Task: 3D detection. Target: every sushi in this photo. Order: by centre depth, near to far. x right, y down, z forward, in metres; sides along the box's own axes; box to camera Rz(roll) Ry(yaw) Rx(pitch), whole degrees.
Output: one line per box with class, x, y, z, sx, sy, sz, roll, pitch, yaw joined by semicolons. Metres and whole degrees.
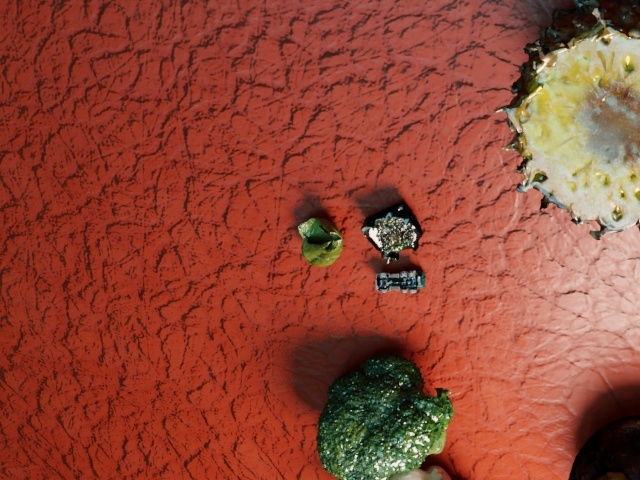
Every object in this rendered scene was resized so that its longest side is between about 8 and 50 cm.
sushi;0.128;-0.014;1.981;0.083;0.056;0.084;-30;104;21

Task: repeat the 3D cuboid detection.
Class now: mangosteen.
mangosteen;0.560;0.454;1.956;0.300;0.300;0.300;7;119;14

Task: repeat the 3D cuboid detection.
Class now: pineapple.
pineapple;0.430;-0.200;1.642;0.353;0.300;0.352;7;120;13

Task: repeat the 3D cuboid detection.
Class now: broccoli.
broccoli;0.115;0.337;2.082;0.261;0.242;0.269;13;95;48

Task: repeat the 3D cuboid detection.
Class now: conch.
conch;0.000;0.000;2.013;0.089;0.074;0.121;42;160;-6

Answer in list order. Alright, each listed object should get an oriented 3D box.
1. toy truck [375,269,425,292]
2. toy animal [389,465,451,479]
toy truck;0.140;0.071;2.027;0.083;0.044;0.039;-3;94;19
toy animal;0.205;0.533;2.168;0.310;0.183;0.247;45;120;-8
